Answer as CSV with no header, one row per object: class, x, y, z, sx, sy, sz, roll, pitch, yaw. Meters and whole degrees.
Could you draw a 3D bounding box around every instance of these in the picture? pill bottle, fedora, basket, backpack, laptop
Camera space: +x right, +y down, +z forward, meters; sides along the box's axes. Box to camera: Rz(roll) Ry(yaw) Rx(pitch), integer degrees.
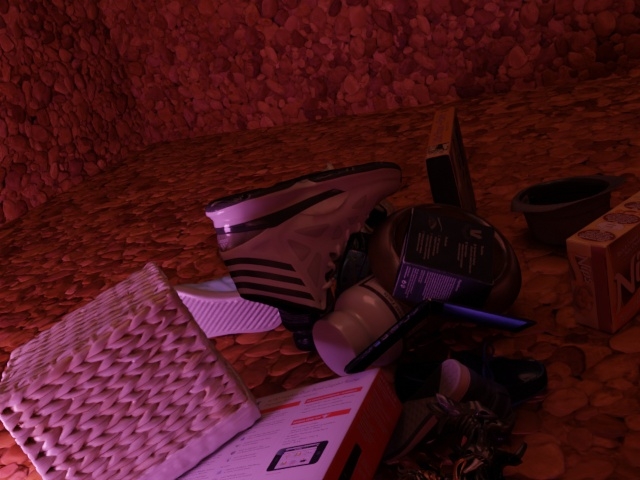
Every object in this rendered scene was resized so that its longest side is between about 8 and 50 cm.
pill bottle,-0.035,0.119,1.448,0.123,0.219,0.123,-12,22,5
fedora,0.592,-0.066,1.624,0.244,0.124,0.275,-26,16,-30
basket,-0.330,0.243,1.149,0.331,0.266,0.328,-35,15,-12
backpack,0.096,0.085,1.546,0.117,0.158,0.173,10,42,12
laptop,0.190,0.177,1.115,0.264,0.136,0.234,-40,-14,-1
pill bottle,0.135,0.143,1.354,0.301,0.169,0.169,-29,26,-32

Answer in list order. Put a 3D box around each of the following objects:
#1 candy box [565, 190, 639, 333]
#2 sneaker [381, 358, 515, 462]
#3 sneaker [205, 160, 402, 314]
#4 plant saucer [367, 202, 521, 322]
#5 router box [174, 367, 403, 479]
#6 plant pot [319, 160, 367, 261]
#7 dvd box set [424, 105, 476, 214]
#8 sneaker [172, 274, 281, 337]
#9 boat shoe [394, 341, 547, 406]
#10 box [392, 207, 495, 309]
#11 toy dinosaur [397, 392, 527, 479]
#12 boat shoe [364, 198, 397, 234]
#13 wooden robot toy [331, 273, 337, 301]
candy box,0.613,0.022,1.321,0.316,0.183,0.087,-27,24,-28
sneaker,0.200,0.293,1.075,0.226,0.163,0.086,-48,32,27
sneaker,-0.001,0.000,1.328,0.447,0.257,0.169,-19,9,-36
plant saucer,0.249,0.025,1.340,0.311,0.050,0.310,5,44,-5
router box,-0.075,0.339,1.003,0.335,0.082,0.301,-21,15,33
plant pot,-0.027,-0.029,1.797,0.254,0.276,0.276,-27,22,1
dvd box set,0.336,-0.137,1.719,0.062,0.307,0.420,-11,23,18
sneaker,-0.247,0.148,1.650,0.366,0.135,0.150,2,24,10
boat shoe,0.253,0.236,1.159,0.258,0.089,0.109,-12,22,6
box,0.222,0.038,1.217,0.158,0.093,0.156,14,41,4
toy dinosaur,0.205,0.349,0.909,0.322,0.164,0.218,8,41,8
boat shoe,0.154,-0.069,1.880,0.109,0.098,0.302,-26,31,8
wooden robot toy,-0.014,0.133,1.627,0.173,0.076,0.079,-2,-29,-35
